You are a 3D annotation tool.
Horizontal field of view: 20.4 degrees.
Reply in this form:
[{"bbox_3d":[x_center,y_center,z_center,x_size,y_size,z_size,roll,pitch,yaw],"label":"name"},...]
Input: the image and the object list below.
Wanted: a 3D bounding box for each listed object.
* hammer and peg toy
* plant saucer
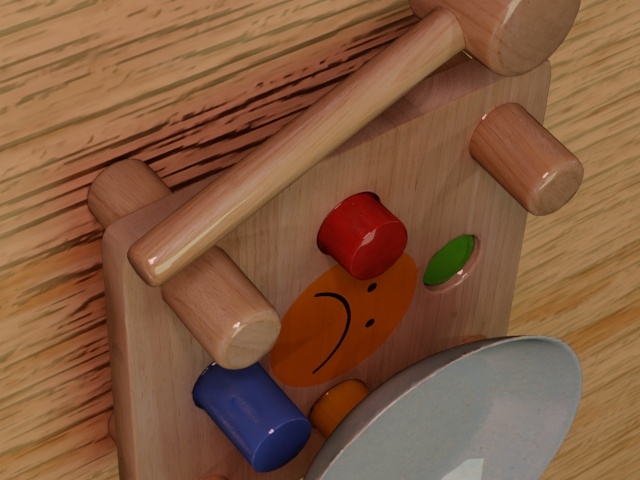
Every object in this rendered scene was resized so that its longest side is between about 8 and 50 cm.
[{"bbox_3d":[0.000,0.000,0.894,0.266,0.127,0.361,-26,143,-24],"label":"hammer and peg toy"},{"bbox_3d":[0.050,0.113,0.920,0.195,0.037,0.195,-27,144,-22],"label":"plant saucer"}]
